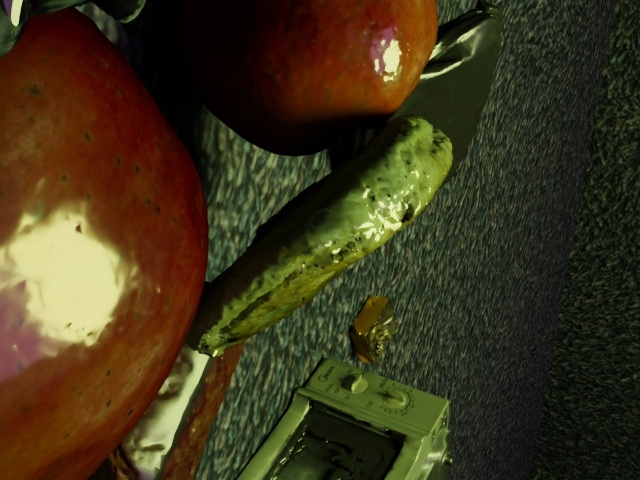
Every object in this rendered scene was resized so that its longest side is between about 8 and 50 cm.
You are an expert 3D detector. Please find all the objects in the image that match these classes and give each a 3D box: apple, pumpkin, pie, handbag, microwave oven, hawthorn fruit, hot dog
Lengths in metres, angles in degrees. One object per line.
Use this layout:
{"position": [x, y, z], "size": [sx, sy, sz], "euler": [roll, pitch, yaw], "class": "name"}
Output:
{"position": [-0.231, 0.023, 0.544], "size": [0.328, 0.295, 0.365], "euler": [52, 47, -16], "class": "apple"}
{"position": [0.083, 0.134, 1.372], "size": [0.083, 0.054, 0.074], "euler": [-53, 145, -29], "class": "pumpkin"}
{"position": [0.000, 0.000, 0.738], "size": [0.277, 0.078, 0.277], "euler": [-42, -175, 4], "class": "pie"}
{"position": [0.119, -0.143, 1.113], "size": [0.192, 0.075, 0.332], "euler": [-29, 154, -18], "class": "handbag"}
{"position": [0.025, 0.383, 1.204], "size": [0.355, 0.219, 0.286], "euler": [-50, 146, -42], "class": "microwave oven"}
{"position": [-0.021, -0.209, 0.762], "size": [0.224, 0.224, 0.260], "euler": [-43, 122, -49], "class": "hawthorn fruit"}
{"position": [-0.140, 0.139, 0.833], "size": [0.226, 0.099, 0.160], "euler": [-61, 154, -28], "class": "hot dog"}

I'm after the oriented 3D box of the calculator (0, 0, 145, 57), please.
{"position": [-0.180, -0.229, 0.457], "size": [0.268, 0.040, 0.177], "euler": [62, 27, -12], "class": "calculator"}
